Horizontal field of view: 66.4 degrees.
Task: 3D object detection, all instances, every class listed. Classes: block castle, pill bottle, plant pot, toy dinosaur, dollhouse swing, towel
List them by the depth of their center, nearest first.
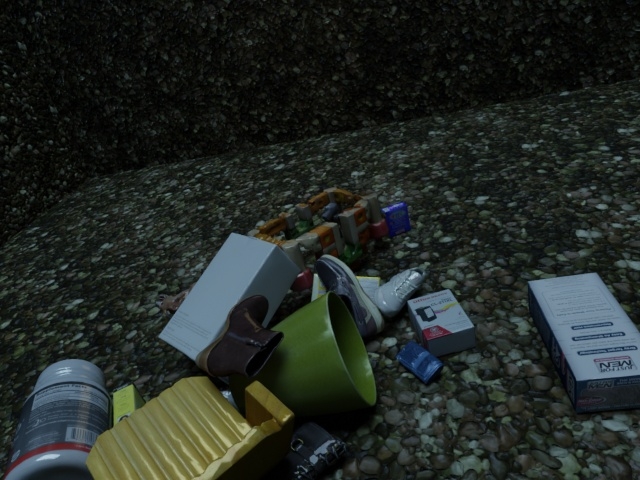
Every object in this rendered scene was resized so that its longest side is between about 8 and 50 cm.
[{"bbox_3d":[-0.280,0.375,0.923,0.347,0.315,0.305,-32,61,-29],"label":"dollhouse swing"},{"bbox_3d":[-0.056,0.302,1.155,0.293,0.275,0.275,-24,27,11],"label":"plant pot"},{"bbox_3d":[-0.609,0.462,1.168,0.210,0.210,0.363,-21,29,-12],"label":"pill bottle"},{"bbox_3d":[0.247,0.301,1.220,0.067,0.029,0.119,-47,35,-7],"label":"towel"},{"bbox_3d":[-0.370,0.201,1.622,0.295,0.127,0.200,-2,37,-1],"label":"toy dinosaur"},{"bbox_3d":[0.000,0.000,1.710,0.453,0.213,0.303,-32,29,-32],"label":"block castle"}]

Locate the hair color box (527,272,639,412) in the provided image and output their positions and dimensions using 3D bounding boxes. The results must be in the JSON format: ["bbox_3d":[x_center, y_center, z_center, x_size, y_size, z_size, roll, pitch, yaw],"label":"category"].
[{"bbox_3d":[0.616,0.221,1.130,0.173,0.105,0.347,-9,29,11],"label":"hair color box"}]

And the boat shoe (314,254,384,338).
[{"bbox_3d":[0.064,0.158,1.398,0.092,0.103,0.285,-21,61,-36],"label":"boat shoe"}]

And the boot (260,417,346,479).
[{"bbox_3d":[-0.037,0.482,0.990,0.229,0.091,0.263,-30,30,-25],"label":"boot"}]

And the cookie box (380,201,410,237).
[{"bbox_3d":[0.279,-0.077,1.812,0.091,0.107,0.040,-20,28,-10],"label":"cookie box"}]

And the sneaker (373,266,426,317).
[{"bbox_3d":[0.235,0.133,1.405,0.115,0.090,0.232,-43,-2,37],"label":"sneaker"}]

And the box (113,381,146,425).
[{"bbox_3d":[-0.475,0.465,1.230,0.058,0.087,0.232,-24,31,-13],"label":"box"}]

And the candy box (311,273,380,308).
[{"bbox_3d":[0.077,0.159,1.481,0.205,0.027,0.105,3,76,11],"label":"candy box"}]

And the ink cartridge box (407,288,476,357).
[{"bbox_3d":[0.318,0.219,1.306,0.127,0.072,0.175,-16,29,-1],"label":"ink cartridge box"}]

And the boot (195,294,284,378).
[{"bbox_3d":[-0.146,0.211,1.096,0.207,0.090,0.248,-8,29,44],"label":"boot"}]

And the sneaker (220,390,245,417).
[{"bbox_3d":[-0.307,0.433,1.189,0.252,0.103,0.111,-8,28,14],"label":"sneaker"}]

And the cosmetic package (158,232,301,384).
[{"bbox_3d":[-0.257,0.181,1.417,0.217,0.156,0.385,16,64,42],"label":"cosmetic package"}]
